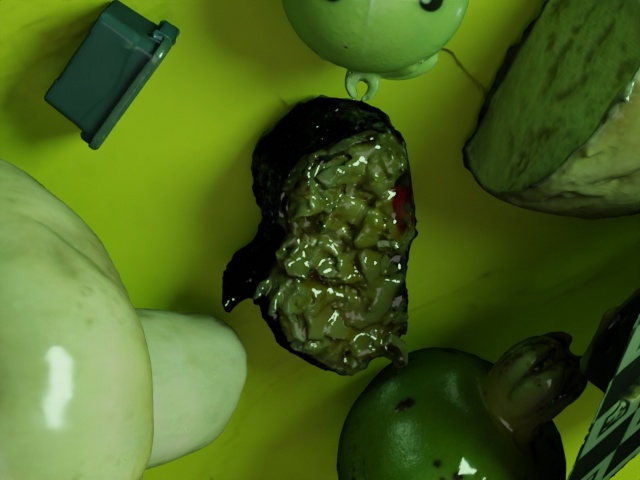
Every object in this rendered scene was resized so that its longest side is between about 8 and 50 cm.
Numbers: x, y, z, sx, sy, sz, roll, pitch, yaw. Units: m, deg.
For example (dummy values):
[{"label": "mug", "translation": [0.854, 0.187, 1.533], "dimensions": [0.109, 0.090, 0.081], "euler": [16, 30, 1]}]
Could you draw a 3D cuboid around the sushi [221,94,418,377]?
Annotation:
[{"label": "sushi", "translation": [0.000, 0.000, 0.996], "dimensions": [0.147, 0.115, 0.212], "euler": [1, 119, -11]}]

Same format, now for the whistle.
[{"label": "whistle", "translation": [0.045, -0.236, 0.865], "dimensions": [0.141, 0.141, 0.294], "euler": [1, 117, -10]}]

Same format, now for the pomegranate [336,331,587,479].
[{"label": "pomegranate", "translation": [0.120, 0.163, 1.051], "dimensions": [0.202, 0.202, 0.248], "euler": [31, 122, -23]}]

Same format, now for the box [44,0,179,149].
[{"label": "box", "translation": [-0.151, -0.122, 0.933], "dimensions": [0.054, 0.074, 0.099], "euler": [36, 108, -10]}]

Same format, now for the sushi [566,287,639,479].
[{"label": "sushi", "translation": [0.284, 0.032, 0.962], "dimensions": [0.343, 0.064, 0.359], "euler": [-35, 153, -23]}]

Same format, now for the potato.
[{"label": "potato", "translation": [0.270, -0.076, 0.951], "dimensions": [0.264, 0.211, 0.189], "euler": [11, 114, -19]}]

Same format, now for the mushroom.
[{"label": "mushroom", "translation": [-0.244, 0.126, 0.913], "dimensions": [0.353, 0.353, 0.325], "euler": [37, 79, -25]}]
